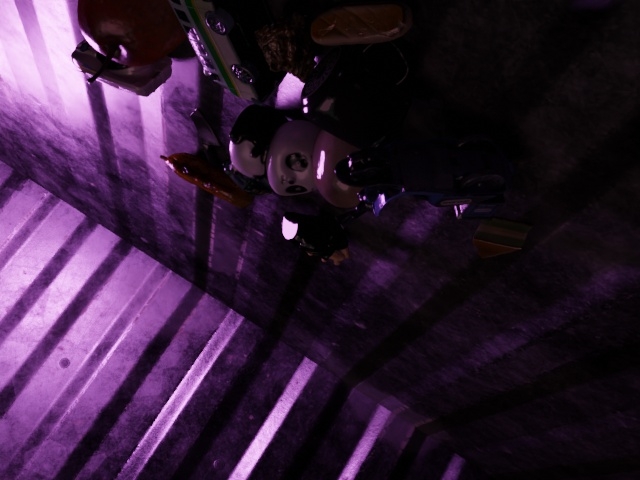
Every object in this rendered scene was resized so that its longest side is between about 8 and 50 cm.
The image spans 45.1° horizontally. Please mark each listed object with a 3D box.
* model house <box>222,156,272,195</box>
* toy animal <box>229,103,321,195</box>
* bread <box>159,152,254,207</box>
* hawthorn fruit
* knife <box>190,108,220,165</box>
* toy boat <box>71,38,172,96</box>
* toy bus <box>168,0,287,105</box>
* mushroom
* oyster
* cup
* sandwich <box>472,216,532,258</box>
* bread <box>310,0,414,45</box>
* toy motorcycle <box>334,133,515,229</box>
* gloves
[{"bbox_3d":[-0.138,-0.188,1.957,0.149,0.119,0.148,-7,136,47],"label":"model house"},{"bbox_3d":[-0.082,-0.202,1.759,0.235,0.165,0.187,28,147,17],"label":"toy animal"},{"bbox_3d":[-0.337,-0.192,2.243,0.344,0.084,0.124,27,175,24],"label":"bread"},{"bbox_3d":[-0.384,-0.467,1.557,0.231,0.263,0.235,56,-175,-1],"label":"hawthorn fruit"},{"bbox_3d":[-0.307,-0.282,2.109,0.060,0.028,0.230,11,149,19],"label":"knife"},{"bbox_3d":[-0.499,-0.447,1.876,0.269,0.141,0.141,30,158,14],"label":"toy boat"},{"bbox_3d":[-0.178,-0.410,1.503,0.165,0.133,0.276,20,153,29],"label":"toy bus"},{"bbox_3d":[0.085,-0.168,1.616,0.204,0.204,0.204,28,158,13],"label":"mushroom"},{"bbox_3d":[-0.058,-0.362,1.477,0.056,0.105,0.177,56,172,31],"label":"oyster"},{"bbox_3d":[0.083,-0.275,1.415,0.176,0.169,0.223,37,128,-19],"label":"cup"},{"bbox_3d":[0.398,0.003,1.650,0.116,0.074,0.074,14,149,38],"label":"sandwich"},{"bbox_3d":[0.073,-0.375,1.329,0.214,0.053,0.073,7,103,42],"label":"bread"},{"bbox_3d":[0.190,-0.106,1.445,0.358,0.125,0.212,0,154,-16],"label":"toy motorcycle"},{"bbox_3d":[0.000,0.000,2.152,0.203,0.124,0.164,17,-161,-31],"label":"gloves"}]
